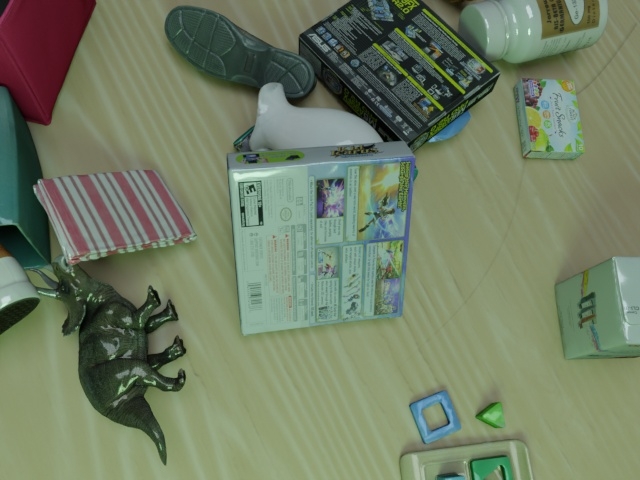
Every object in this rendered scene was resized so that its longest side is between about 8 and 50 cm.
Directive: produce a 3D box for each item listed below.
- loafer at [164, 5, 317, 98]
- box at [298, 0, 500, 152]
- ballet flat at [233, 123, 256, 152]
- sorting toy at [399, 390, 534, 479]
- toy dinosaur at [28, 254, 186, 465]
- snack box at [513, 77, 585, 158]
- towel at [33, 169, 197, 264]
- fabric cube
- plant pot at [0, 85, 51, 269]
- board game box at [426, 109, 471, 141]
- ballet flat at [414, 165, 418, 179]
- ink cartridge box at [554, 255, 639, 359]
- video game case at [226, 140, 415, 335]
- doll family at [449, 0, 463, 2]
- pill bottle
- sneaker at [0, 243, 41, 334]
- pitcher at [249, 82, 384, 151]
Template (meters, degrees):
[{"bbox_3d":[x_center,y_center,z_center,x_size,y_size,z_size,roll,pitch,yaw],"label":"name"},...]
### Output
[{"bbox_3d":[-0.131,-0.306,1.064,0.268,0.084,0.096,26,103,4],"label":"loafer"},{"bbox_3d":[0.128,-0.297,1.071,0.216,0.060,0.270,-39,75,-15],"label":"box"},{"bbox_3d":[-0.096,-0.182,1.046,0.041,0.041,0.114,38,72,4],"label":"ballet flat"},{"bbox_3d":[0.223,0.389,0.908,0.196,0.047,0.347,-4,74,-9],"label":"sorting toy"},{"bbox_3d":[-0.277,0.162,0.889,0.160,0.121,0.313,-20,81,-1],"label":"toy dinosaur"},{"bbox_3d":[0.402,-0.214,1.119,0.100,0.037,0.141,1,73,-9],"label":"snack box"},{"bbox_3d":[-0.295,-0.040,0.924,0.197,0.029,0.144,-12,59,-42],"label":"towel"},{"bbox_3d":[-0.508,-0.359,0.923,0.259,0.258,0.254,13,71,-4],"label":"fabric cube"},{"bbox_3d":[-0.485,-0.090,0.899,0.166,0.165,0.234,-4,69,-9],"label":"plant pot"},{"bbox_3d":[0.175,-0.236,1.099,0.133,0.033,0.168,-15,70,-8],"label":"board game box"},{"bbox_3d":[0.054,-0.064,1.012,0.231,0.077,0.077,-43,67,-15],"label":"ballet flat"},{"bbox_3d":[0.459,0.106,0.958,0.128,0.176,0.127,1,73,-8],"label":"ink cartridge box"},{"bbox_3d":[0.000,0.000,0.899,0.244,0.269,0.061,-5,32,-8],"label":"video game case"},{"bbox_3d":[0.299,-0.508,1.163,0.263,0.118,0.163,-19,58,-17],"label":"doll family"},{"bbox_3d":[0.368,-0.383,1.117,0.229,0.131,0.131,-16,76,-12],"label":"pill bottle"},{"bbox_3d":[-0.507,0.105,0.839,0.290,0.106,0.123,-34,80,5],"label":"sneaker"},{"bbox_3d":[-0.017,-0.123,0.971,0.207,0.125,0.177,28,108,22],"label":"pitcher"}]
